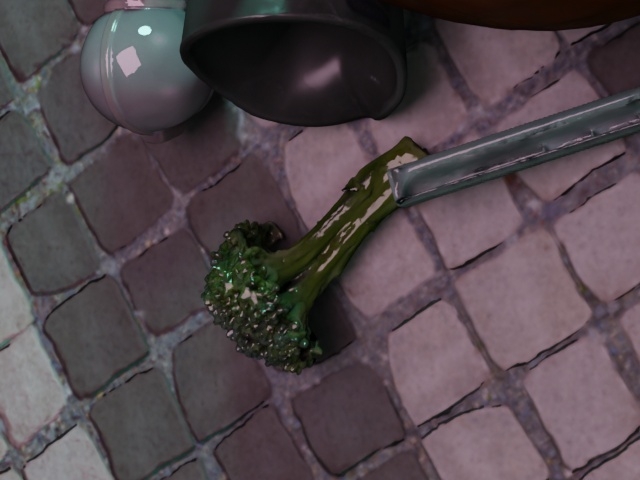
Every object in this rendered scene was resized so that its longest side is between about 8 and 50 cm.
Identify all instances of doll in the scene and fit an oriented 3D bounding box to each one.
[{"bbox_3d":[-0.131,-0.216,1.386,0.151,0.151,0.287,-1,93,29],"label":"doll"}]

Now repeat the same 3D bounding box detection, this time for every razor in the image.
[{"bbox_3d":[0.176,-0.077,1.252,0.278,0.056,0.111,-19,84,23],"label":"razor"}]

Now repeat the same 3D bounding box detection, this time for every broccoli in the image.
[{"bbox_3d":[0.002,0.002,1.346,0.204,0.122,0.118,-44,85,7],"label":"broccoli"}]

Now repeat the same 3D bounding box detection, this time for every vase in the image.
[{"bbox_3d":[-0.020,-0.252,1.294,0.156,0.251,0.301,-5,75,27],"label":"vase"}]

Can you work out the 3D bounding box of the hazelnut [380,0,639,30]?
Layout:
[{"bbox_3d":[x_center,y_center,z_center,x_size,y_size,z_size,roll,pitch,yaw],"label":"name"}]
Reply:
[{"bbox_3d":[0.114,-0.313,1.099,0.359,0.359,0.409,-38,35,24],"label":"hazelnut"}]
